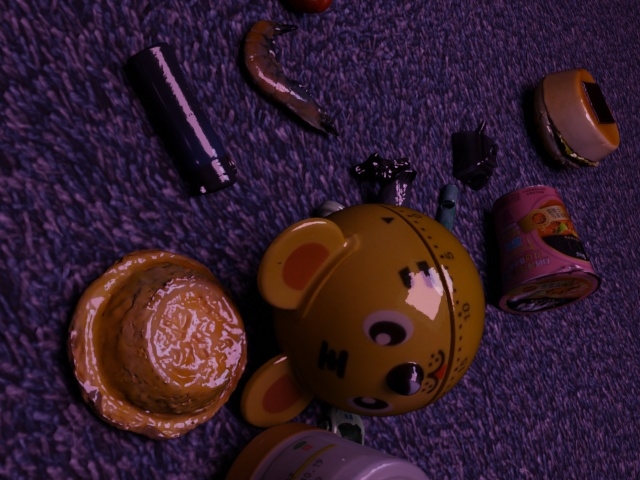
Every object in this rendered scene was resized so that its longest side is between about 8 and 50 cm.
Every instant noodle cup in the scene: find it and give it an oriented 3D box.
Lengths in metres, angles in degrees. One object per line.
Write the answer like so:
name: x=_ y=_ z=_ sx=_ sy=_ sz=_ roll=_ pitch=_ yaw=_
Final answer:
instant noodle cup: x=0.509 y=0.016 z=1.804 sx=0.243 sy=0.244 sz=0.255 roll=18 pitch=54 yaw=-42

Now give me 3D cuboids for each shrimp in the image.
shrimp: x=-0.037 y=-0.318 z=1.460 sx=0.262 sy=0.051 sz=0.198 roll=35 pitch=52 yaw=-29

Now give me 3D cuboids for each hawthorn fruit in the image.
hawthorn fruit: x=-0.020 y=-0.508 z=1.504 sx=0.128 sy=0.128 sz=0.128 roll=19 pitch=62 yaw=-41

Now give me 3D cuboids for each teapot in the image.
teapot: x=0.378 y=-0.203 z=1.822 sx=0.087 sy=0.096 sz=0.177 roll=23 pitch=61 yaw=-40

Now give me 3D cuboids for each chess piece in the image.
chess piece: x=0.000 y=0.000 z=1.382 sx=0.059 sy=0.059 sz=0.149 roll=43 pitch=55 yaw=-27

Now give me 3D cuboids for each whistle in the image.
whistle: x=0.278 y=-0.042 z=1.701 sx=0.039 sy=0.039 sz=0.186 roll=37 pitch=52 yaw=-32

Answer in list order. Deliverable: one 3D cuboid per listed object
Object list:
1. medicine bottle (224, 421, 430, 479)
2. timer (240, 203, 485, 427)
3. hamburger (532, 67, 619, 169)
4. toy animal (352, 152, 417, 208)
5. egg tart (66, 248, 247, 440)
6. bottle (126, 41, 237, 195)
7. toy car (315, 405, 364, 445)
medicine bottle: x=0.010 y=0.395 z=1.069 sx=0.237 sy=0.231 sz=0.238 roll=-2 pitch=93 yaw=-40
timer: x=0.058 y=0.120 z=1.193 sx=0.386 sy=0.376 sz=0.376 roll=-11 pitch=84 yaw=-35
hamburger: x=0.712 y=-0.339 z=2.165 sx=0.300 sy=0.176 sz=0.300 roll=26 pitch=52 yaw=-40
toy animal: x=0.155 y=-0.069 z=1.524 sx=0.121 sy=0.117 sz=0.210 roll=5 pitch=70 yaw=-52
egg tart: x=-0.208 y=0.138 z=1.066 sx=0.288 sy=0.118 sz=0.288 roll=14 pitch=68 yaw=-39
bottle: x=-0.213 y=-0.188 z=1.206 sx=0.082 sy=0.072 sz=0.245 roll=-31 pitch=100 yaw=-29
toy car: x=0.040 y=0.365 z=1.282 sx=0.093 sy=0.058 sz=0.186 roll=21 pitch=61 yaw=-39
